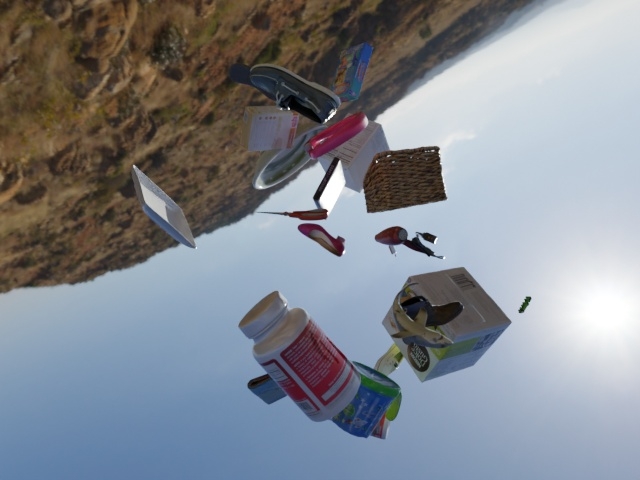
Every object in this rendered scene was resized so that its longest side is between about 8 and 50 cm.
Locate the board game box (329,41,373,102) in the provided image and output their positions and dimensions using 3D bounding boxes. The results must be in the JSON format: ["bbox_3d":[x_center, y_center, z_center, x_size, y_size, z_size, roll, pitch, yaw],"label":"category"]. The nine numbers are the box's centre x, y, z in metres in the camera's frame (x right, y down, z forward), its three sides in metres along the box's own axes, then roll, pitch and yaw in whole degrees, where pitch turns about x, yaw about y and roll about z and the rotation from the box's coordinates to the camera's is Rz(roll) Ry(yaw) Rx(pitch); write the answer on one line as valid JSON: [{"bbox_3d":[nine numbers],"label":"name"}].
[{"bbox_3d":[0.111,-0.641,1.915,0.047,0.211,0.160,19,177,-32],"label":"board game box"}]

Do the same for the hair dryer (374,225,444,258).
[{"bbox_3d":[0.349,0.018,2.032,0.293,0.224,0.080,18,-111,28],"label":"hair dryer"}]

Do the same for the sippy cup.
[{"bbox_3d":[0.153,0.605,1.873,0.224,0.305,0.240,-64,171,-2],"label":"sippy cup"}]

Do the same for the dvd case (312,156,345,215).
[{"bbox_3d":[0.037,-0.192,1.883,0.179,0.029,0.239,-63,167,-9],"label":"dvd case"}]

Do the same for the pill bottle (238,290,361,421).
[{"bbox_3d":[-0.073,0.372,1.625,0.229,0.408,0.229,-38,-170,8],"label":"pill bottle"}]

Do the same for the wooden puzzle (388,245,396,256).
[{"bbox_3d":[0.318,0.035,2.211,0.006,0.083,0.049,-24,176,27],"label":"wooden puzzle"}]

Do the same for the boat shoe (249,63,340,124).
[{"bbox_3d":[-0.098,-0.458,1.559,0.099,0.319,0.116,-62,167,-14],"label":"boat shoe"}]

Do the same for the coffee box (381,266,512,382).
[{"bbox_3d":[0.538,0.362,2.179,0.337,0.338,0.335,-7,137,-32],"label":"coffee box"}]

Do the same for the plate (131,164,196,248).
[{"bbox_3d":[-0.573,-0.112,1.786,0.045,0.277,0.278,-37,-135,1],"label":"plate"}]

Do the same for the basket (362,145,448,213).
[{"bbox_3d":[0.314,-0.236,1.943,0.298,0.223,0.213,-12,-176,-21],"label":"basket"}]

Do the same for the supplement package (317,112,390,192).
[{"bbox_3d":[0.153,-0.402,2.276,0.198,0.199,0.263,28,-105,32],"label":"supplement package"}]

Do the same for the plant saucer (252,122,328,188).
[{"bbox_3d":[-0.145,-0.379,2.094,0.400,0.101,0.400,-37,173,-5],"label":"plant saucer"}]

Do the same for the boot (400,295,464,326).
[{"bbox_3d":[0.362,0.223,1.627,0.219,0.106,0.082,-23,-160,-7],"label":"boot"}]

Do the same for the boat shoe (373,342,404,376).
[{"bbox_3d":[0.317,0.545,2.230,0.075,0.083,0.226,0,-140,46],"label":"boat shoe"}]

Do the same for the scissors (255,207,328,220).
[{"bbox_3d":[-0.110,-0.092,1.734,0.296,0.021,0.109,1,-159,16],"label":"scissors"}]

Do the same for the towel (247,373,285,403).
[{"bbox_3d":[-0.162,0.632,2.218,0.271,0.040,0.370,-25,152,-5],"label":"towel"}]

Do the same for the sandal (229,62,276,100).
[{"bbox_3d":[-0.226,-0.620,1.922,0.054,0.254,0.097,-77,-168,-67],"label":"sandal"}]

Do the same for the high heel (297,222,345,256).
[{"bbox_3d":[0.000,0.000,2.301,0.117,0.243,0.082,-72,-171,-53],"label":"high heel"}]

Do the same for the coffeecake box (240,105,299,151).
[{"bbox_3d":[-0.181,-0.400,1.766,0.185,0.143,0.068,-11,-136,-32],"label":"coffeecake box"}]

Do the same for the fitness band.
[{"bbox_3d":[0.052,-0.344,1.597,0.208,0.054,0.291,-28,-165,17],"label":"fitness band"}]

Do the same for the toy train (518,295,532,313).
[{"bbox_3d":[0.757,0.238,1.835,0.083,0.017,0.023,-50,-155,-26],"label":"toy train"}]

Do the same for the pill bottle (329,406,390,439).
[{"bbox_3d":[0.161,0.738,2.139,0.283,0.162,0.161,10,-158,16],"label":"pill bottle"}]

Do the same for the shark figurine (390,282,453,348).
[{"bbox_3d":[0.262,0.253,1.515,0.166,0.116,0.278,-12,-142,-11],"label":"shark figurine"}]
